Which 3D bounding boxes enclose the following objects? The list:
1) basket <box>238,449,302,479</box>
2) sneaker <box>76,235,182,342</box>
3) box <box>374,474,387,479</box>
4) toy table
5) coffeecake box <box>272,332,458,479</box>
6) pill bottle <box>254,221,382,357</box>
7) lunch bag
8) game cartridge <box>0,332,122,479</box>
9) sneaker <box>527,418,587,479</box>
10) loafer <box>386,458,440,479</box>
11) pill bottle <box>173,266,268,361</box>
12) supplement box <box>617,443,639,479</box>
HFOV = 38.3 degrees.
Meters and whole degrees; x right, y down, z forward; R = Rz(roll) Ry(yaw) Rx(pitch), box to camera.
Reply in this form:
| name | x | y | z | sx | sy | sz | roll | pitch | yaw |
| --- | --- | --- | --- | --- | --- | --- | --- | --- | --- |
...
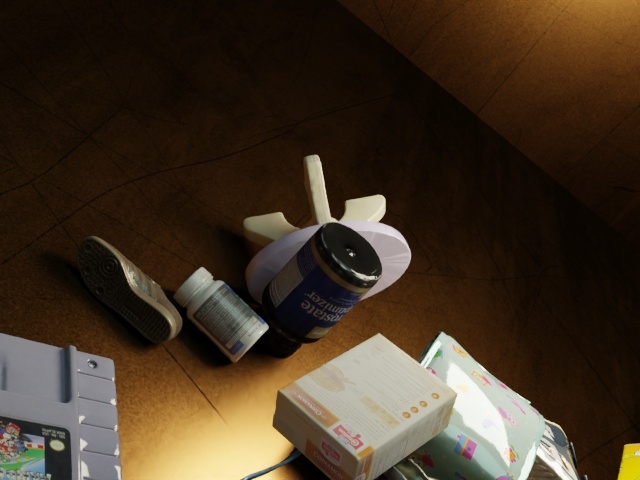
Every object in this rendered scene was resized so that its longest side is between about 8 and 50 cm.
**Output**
| name | x | y | z | sx | sy | sz | roll | pitch | yaw |
| --- | --- | --- | --- | --- | --- | --- | --- | --- | --- |
| basket | 0.017 | 0.388 | 1.096 | 0.289 | 0.201 | 0.254 | 58 | 25 | 11 |
| sneaker | -0.274 | 0.070 | 1.323 | 0.188 | 0.066 | 0.071 | 49 | 13 | 1 |
| box | 0.135 | 0.342 | 1.433 | 0.307 | 0.076 | 0.242 | 43 | 30 | 0 |
| toy table | 0.000 | 0.000 | 1.570 | 0.274 | 0.252 | 0.161 | -1 | 41 | -16 |
| coffeecake box | 0.056 | 0.213 | 1.160 | 0.185 | 0.068 | 0.142 | -24 | 46 | -38 |
| pill bottle | -0.014 | 0.083 | 1.442 | 0.122 | 0.219 | 0.123 | 30 | 32 | -21 |
| lunch bag | 0.204 | 0.270 | 1.355 | 0.223 | 0.160 | 0.262 | 38 | 34 | 7 |
| game cartridge | -0.387 | 0.192 | 1.017 | 0.355 | 0.068 | 0.230 | 21 | 32 | -34 |
| sneaker | 0.403 | 0.413 | 1.614 | 0.127 | 0.126 | 0.321 | -1 | 49 | -44 |
| loafer | 0.185 | 0.347 | 1.177 | 0.251 | 0.087 | 0.094 | 42 | -7 | -22 |
| pill bottle | -0.151 | 0.110 | 1.385 | 0.137 | 0.078 | 0.078 | 44 | 29 | 2 |
| supplement box | 0.626 | 0.521 | 1.608 | 0.356 | 0.195 | 0.194 | -37 | 115 | -60 |
